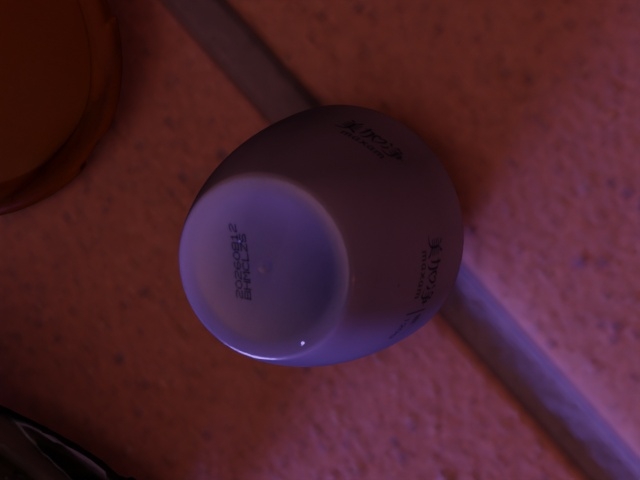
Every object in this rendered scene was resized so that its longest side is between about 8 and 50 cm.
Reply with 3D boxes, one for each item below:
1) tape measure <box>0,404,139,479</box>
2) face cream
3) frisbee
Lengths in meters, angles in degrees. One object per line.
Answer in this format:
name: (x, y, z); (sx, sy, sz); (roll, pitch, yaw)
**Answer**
tape measure: (-0.212, 0.120, 0.670); (0.271, 0.133, 0.231); (-34, 105, 22)
face cream: (0.000, 0.000, 0.584); (0.091, 0.095, 0.091); (5, 103, 22)
frisbee: (-0.166, -0.091, 0.648); (0.192, 0.035, 0.192); (8, 129, 10)
